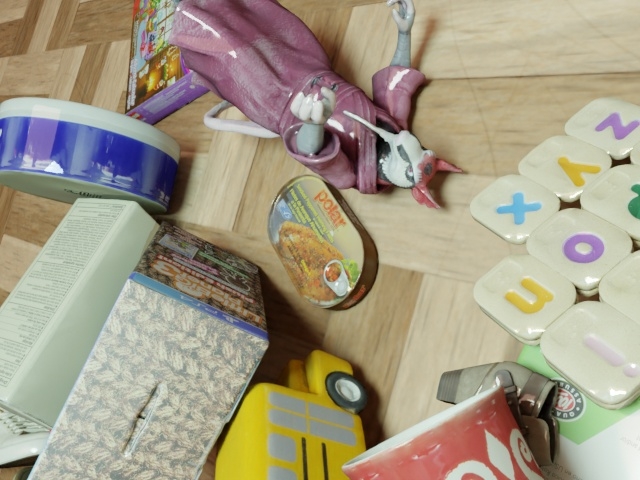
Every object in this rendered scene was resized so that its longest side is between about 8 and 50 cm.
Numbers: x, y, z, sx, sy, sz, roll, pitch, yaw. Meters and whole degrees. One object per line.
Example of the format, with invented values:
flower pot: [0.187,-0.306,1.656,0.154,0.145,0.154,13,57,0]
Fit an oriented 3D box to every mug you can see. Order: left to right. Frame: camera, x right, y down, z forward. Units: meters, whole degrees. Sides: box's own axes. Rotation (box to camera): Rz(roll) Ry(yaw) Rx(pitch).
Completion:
mug: [0.099,0.194,0.396,0.113,0.150,0.169,-24,73,-14]

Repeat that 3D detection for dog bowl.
dog bowl: [-0.352,-0.118,0.970,0.264,0.265,0.104,0,78,42]

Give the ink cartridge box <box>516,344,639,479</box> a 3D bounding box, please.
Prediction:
ink cartridge box: [0.188,0.262,0.453,0.207,0.119,0.354,28,94,45]

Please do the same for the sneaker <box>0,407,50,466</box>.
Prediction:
sneaker: [-0.520,0.319,1.079,0.290,0.106,0.123,-18,67,38]

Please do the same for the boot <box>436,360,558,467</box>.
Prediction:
boot: [0.121,0.144,0.452,0.087,0.042,0.119,2,82,37]

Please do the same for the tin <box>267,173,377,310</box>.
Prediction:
tin: [0.000,0.000,0.773,0.106,0.040,0.190,-50,49,23]

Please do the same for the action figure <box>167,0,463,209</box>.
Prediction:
action figure: [-0.014,-0.138,0.728,0.370,0.248,0.276,42,141,18]

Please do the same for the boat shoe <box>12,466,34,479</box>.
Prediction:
boat shoe: [-0.454,0.454,1.005,0.072,0.068,0.190,-52,47,31]

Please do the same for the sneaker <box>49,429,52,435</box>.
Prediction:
sneaker: [-0.367,0.304,0.954,0.118,0.107,0.279,-47,47,33]

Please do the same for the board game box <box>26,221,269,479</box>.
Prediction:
board game box: [-0.177,0.133,0.719,0.232,0.141,0.291,-62,12,7]

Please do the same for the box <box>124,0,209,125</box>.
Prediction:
box: [-0.248,-0.367,1.107,0.201,0.057,0.293,-19,63,36]

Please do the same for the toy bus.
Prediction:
toy bus: [-0.023,0.243,0.570,0.108,0.130,0.333,-59,22,30]

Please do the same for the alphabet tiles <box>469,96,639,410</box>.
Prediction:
alphabet tiles: [0.256,-0.012,0.467,0.284,0.021,0.278,-39,41,-8]

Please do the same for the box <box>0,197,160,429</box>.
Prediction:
box: [-0.349,0.097,0.911,0.148,0.121,0.311,7,58,35]
